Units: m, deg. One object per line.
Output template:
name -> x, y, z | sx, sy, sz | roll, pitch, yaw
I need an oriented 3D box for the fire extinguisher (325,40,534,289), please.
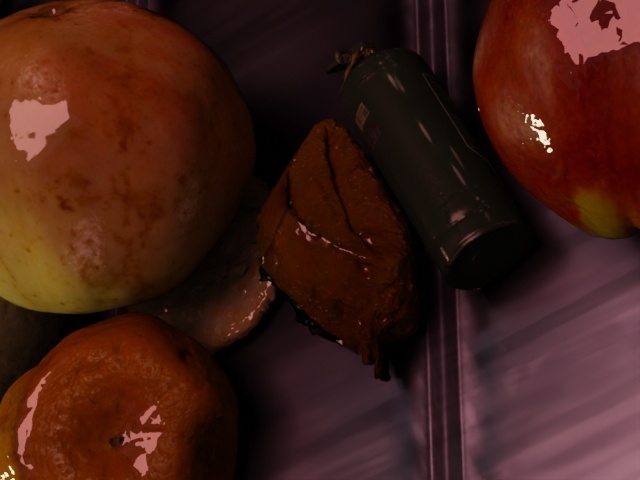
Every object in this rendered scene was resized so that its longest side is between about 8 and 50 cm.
fire extinguisher -> 0.091, -0.091, 1.774 | 0.311, 0.095, 0.114 | 62, 140, 33

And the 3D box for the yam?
yam -> -0.373, 0.130, 1.971 | 0.161, 0.161, 0.268 | 13, 78, 38

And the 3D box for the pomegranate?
pomegranate -> -0.224, -0.074, 1.839 | 0.342, 0.342, 0.342 | -14, 65, 31

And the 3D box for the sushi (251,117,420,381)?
sushi -> 0.001, -0.001, 1.780 | 0.149, 0.140, 0.287 | -19, 53, -17

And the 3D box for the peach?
peach -> 0.272, -0.171, 1.539 | 0.308, 0.308, 0.332 | 16, 112, 38

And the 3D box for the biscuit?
biscuit -> -0.122, 0.021, 1.917 | 0.220, 0.033, 0.219 | -16, 61, 31

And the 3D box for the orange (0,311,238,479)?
orange -> -0.194, 0.201, 1.804 | 0.249, 0.183, 0.249 | 2, 81, -10
